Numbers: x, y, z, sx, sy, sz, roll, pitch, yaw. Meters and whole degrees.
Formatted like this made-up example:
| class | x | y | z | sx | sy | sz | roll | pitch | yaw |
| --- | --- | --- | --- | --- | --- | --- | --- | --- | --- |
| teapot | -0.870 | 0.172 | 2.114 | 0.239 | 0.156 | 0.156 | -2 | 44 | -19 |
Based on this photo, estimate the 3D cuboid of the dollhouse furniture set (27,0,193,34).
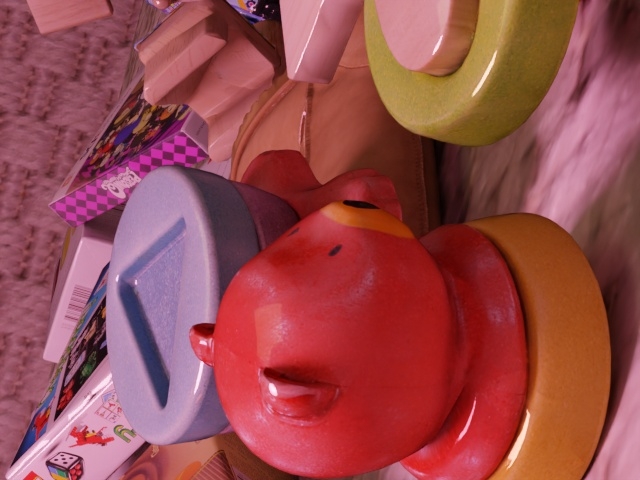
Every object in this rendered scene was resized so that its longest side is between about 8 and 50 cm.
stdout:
| class | x | y | z | sx | sy | sz | roll | pitch | yaw |
| --- | --- | --- | --- | --- | --- | --- | --- | --- | --- |
| dollhouse furniture set | -0.047 | -0.265 | 0.873 | 0.174 | 0.355 | 0.303 | -92 | -17 | -59 |

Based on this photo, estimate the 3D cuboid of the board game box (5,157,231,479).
| class | x | y | z | sx | sy | sz | roll | pitch | yaw |
| --- | --- | --- | --- | --- | --- | --- | --- | --- | --- |
| board game box | -0.111 | 0.044 | 1.190 | 0.193 | 0.053 | 0.305 | -44 | 15 | 23 |

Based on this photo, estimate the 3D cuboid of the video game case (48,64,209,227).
| class | x | y | z | sx | sy | sz | roll | pitch | yaw |
| --- | --- | --- | --- | --- | --- | --- | --- | --- | --- |
| video game case | -0.139 | -0.126 | 1.585 | 0.232 | 0.042 | 0.210 | -23 | 31 | 47 |

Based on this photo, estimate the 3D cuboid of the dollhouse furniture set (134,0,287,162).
| class | x | y | z | sx | sy | sz | roll | pitch | yaw |
| --- | --- | --- | --- | --- | --- | --- | --- | --- | --- |
| dollhouse furniture set | -0.055 | -0.334 | 1.086 | 0.394 | 0.362 | 0.256 | -38 | 26 | 19 |

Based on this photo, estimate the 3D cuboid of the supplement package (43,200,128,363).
| class | x | y | z | sx | sy | sz | roll | pitch | yaw |
| --- | --- | --- | --- | --- | --- | --- | --- | --- | --- |
| supplement package | -0.197 | 0.033 | 1.717 | 0.244 | 0.134 | 0.139 | -107 | 36 | -70 |

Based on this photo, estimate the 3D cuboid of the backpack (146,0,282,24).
| class | x | y | z | sx | sy | sz | roll | pitch | yaw |
| --- | --- | --- | --- | --- | --- | --- | --- | --- | --- |
| backpack | -0.063 | -0.194 | 1.319 | 0.158 | 0.173 | 0.117 | -178 | 105 | -77 |

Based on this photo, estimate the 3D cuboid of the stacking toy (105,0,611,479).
| class | x | y | z | sx | sy | sz | roll | pitch | yaw |
| --- | --- | --- | --- | --- | --- | --- | --- | --- | --- |
| stacking toy | -0.016 | -0.033 | 0.718 | 0.309 | 0.130 | 0.279 | -1 | 86 | 63 |

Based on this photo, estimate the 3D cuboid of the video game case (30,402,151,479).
| class | x | y | z | sx | sy | sz | roll | pitch | yaw |
| --- | --- | --- | --- | --- | --- | --- | --- | --- | --- |
| video game case | -0.130 | 0.107 | 1.293 | 0.300 | 0.036 | 0.329 | -48 | 17 | 11 |

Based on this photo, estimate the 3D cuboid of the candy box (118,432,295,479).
| class | x | y | z | sx | sy | sz | roll | pitch | yaw |
| --- | --- | --- | --- | --- | --- | --- | --- | --- | --- |
| candy box | -0.083 | 0.213 | 0.916 | 0.183 | 0.087 | 0.316 | -48 | 14 | 1 |

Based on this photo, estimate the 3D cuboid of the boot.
| class | x | y | z | sx | sy | sz | roll | pitch | yaw |
| --- | --- | --- | --- | --- | --- | --- | --- | --- | --- |
| boot | 0.000 | 0.000 | 0.978 | 0.269 | 0.089 | 0.236 | -88 | 18 | -45 |
